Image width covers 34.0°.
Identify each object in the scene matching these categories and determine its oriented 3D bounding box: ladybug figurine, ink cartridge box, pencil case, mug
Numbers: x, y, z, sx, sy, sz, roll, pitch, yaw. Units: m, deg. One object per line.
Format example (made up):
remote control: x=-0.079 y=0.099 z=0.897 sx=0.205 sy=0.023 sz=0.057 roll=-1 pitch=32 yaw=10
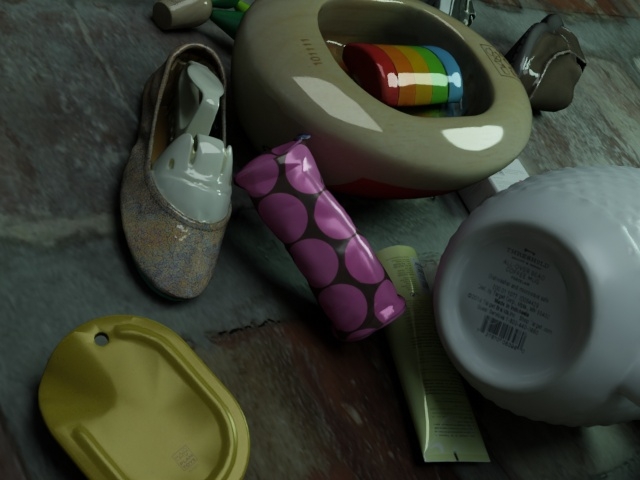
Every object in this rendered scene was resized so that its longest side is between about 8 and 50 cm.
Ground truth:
ladybug figurine: x=0.072 y=-0.166 z=1.252 sx=0.449 sy=0.162 sz=0.305 roll=-4 pitch=55 yaw=-41
ink cartridge box: x=0.225 y=-0.094 z=1.422 sx=0.099 sy=0.056 sz=0.135 roll=3 pitch=50 yaw=-42
pencil case: x=0.000 y=0.000 z=1.052 sx=0.095 sy=0.098 sz=0.209 roll=-33 pitch=95 yaw=-18
mug: x=0.305 y=0.084 z=1.065 sx=0.374 sy=0.276 sz=0.328 roll=40 pitch=23 yaw=29

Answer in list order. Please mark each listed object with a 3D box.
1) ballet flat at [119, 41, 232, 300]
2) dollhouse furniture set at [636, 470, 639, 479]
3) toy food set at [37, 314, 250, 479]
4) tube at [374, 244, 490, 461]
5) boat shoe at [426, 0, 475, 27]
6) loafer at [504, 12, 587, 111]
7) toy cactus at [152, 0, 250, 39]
ballet flat: x=-0.134 y=-0.087 z=1.032 sx=0.107 sy=0.106 sz=0.316 roll=19 pitch=41 yaw=-29
dollhouse furniture set: x=0.381 y=0.284 z=1.081 sx=0.182 sy=0.161 sz=0.101 roll=-1 pitch=54 yaw=-43
toy food set: x=-0.128 y=0.162 z=0.819 sx=0.128 sy=0.071 sz=0.218 roll=-35 pitch=77 yaw=-30
tube: x=0.104 y=0.119 z=1.090 sx=0.070 sy=0.062 sz=0.240 roll=-16 pitch=61 yaw=-3
boat shoe: x=0.209 y=-0.362 z=1.680 sx=0.070 sy=0.078 sz=0.219 roll=32 pitch=44 yaw=-12
loafer: x=0.361 y=-0.270 z=1.670 sx=0.130 sy=0.134 sz=0.366 roll=43 pitch=35 yaw=2
toy cactus: x=-0.124 y=-0.301 z=1.287 sx=0.180 sy=0.112 sz=0.219 roll=-33 pitch=86 yaw=-44
